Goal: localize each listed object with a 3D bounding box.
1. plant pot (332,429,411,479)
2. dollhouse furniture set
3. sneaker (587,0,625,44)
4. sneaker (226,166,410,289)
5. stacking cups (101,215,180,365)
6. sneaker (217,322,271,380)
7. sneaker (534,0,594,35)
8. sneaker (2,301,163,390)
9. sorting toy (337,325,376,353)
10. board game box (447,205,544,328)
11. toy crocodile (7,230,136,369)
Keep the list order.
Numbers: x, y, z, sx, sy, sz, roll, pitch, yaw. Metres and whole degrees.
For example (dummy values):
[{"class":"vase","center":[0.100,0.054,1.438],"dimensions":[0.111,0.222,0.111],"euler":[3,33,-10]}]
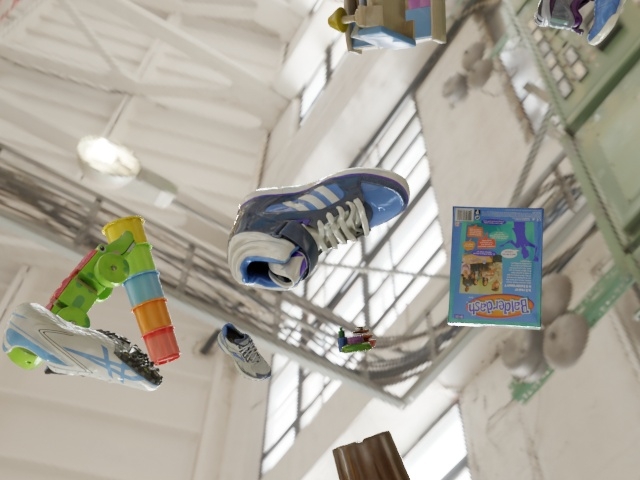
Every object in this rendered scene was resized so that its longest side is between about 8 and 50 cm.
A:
[{"class":"plant pot","center":[0.106,0.477,1.659],"dimensions":[0.167,0.167,0.165],"euler":[-2,-112,-49]},{"class":"dollhouse furniture set","center":[0.079,-0.488,1.520],"dimensions":[0.198,0.286,0.303],"euler":[0,-177,31]},{"class":"sneaker","center":[0.435,-0.387,1.294],"dimensions":[0.085,0.152,0.058],"euler":[24,-146,1]},{"class":"sneaker","center":[0.000,0.000,1.414],"dimensions":[0.323,0.130,0.236],"euler":[-7,-141,7]},{"class":"stacking cups","center":[-0.379,0.109,1.757],"dimensions":[0.096,0.096,0.316],"euler":[-2,-112,-48]},{"class":"sneaker","center":[-0.142,0.206,1.542],"dimensions":[0.135,0.058,0.052],"euler":[39,-130,22]},{"class":"sneaker","center":[0.468,-0.479,1.502],"dimensions":[0.098,0.223,0.083],"euler":[22,178,9]},{"class":"sneaker","center":[-0.347,0.170,1.217],"dimensions":[0.237,0.086,0.085],"euler":[26,-171,-11]},{"class":"sorting toy","center":[0.057,0.161,1.373],"dimensions":[0.102,0.061,0.042],"euler":[10,-108,-77]},{"class":"board game box","center":[0.307,0.047,1.457],"dimensions":[0.160,0.210,0.047],"euler":[3,169,12]},{"class":"toy crocodile","center":[-0.461,0.106,1.572],"dimensions":[0.105,0.115,0.340],"euler":[39,-127,-13]}]
